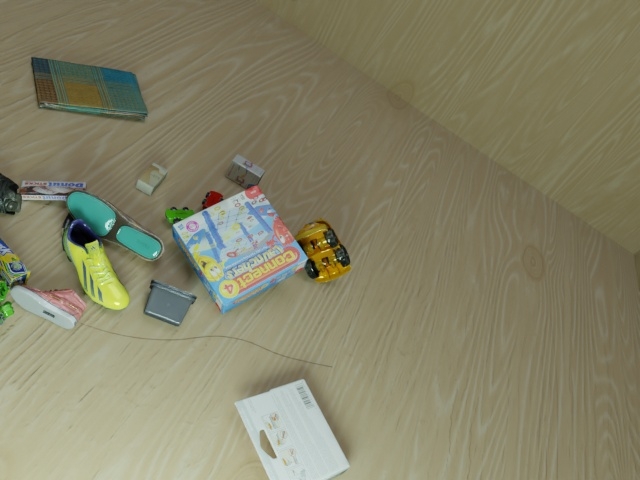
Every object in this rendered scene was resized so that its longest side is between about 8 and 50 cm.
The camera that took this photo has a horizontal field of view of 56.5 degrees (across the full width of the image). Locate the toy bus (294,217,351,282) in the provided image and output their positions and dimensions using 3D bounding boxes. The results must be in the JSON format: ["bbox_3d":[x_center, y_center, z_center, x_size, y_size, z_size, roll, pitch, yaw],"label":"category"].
[{"bbox_3d":[0.000,0.000,2.056,0.211,0.150,0.220,-96,159,-48],"label":"toy bus"}]

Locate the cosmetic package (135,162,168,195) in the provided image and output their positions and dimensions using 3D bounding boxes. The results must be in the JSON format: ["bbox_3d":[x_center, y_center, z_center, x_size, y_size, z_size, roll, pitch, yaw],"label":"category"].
[{"bbox_3d":[-0.567,-0.207,2.003,0.060,0.041,0.115,29,39,-8],"label":"cosmetic package"}]

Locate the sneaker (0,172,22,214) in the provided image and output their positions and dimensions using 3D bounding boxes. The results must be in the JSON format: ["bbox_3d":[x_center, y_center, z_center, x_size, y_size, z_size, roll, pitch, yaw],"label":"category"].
[{"bbox_3d":[-0.908,-0.104,1.622,0.130,0.087,0.227,27,34,0],"label":"sneaker"}]

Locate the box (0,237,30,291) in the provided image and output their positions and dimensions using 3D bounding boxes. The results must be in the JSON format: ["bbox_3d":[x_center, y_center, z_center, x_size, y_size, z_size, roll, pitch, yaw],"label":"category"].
[{"bbox_3d":[-0.829,0.049,1.543,0.169,0.059,0.054,44,38,11],"label":"box"}]

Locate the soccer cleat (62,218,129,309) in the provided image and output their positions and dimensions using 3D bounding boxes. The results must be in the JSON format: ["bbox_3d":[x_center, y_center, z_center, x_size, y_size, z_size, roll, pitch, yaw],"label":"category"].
[{"bbox_3d":[-0.615,0.065,1.628,0.093,0.121,0.289,-22,65,-46],"label":"soccer cleat"}]

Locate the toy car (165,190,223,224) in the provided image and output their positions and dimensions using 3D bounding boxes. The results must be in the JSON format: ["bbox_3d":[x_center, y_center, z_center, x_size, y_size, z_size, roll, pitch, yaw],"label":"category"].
[{"bbox_3d":[-0.405,-0.072,1.968,0.225,0.053,0.239,0,46,-32],"label":"toy car"}]

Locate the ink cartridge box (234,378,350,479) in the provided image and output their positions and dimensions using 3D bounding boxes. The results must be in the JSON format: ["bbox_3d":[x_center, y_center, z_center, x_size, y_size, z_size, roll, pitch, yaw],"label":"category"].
[{"bbox_3d":[-0.083,0.526,1.583,0.239,0.060,0.275,-8,56,-39],"label":"ink cartridge box"}]

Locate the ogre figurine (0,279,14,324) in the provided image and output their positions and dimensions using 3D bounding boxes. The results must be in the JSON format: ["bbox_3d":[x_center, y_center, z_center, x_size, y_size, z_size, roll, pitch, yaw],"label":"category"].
[{"bbox_3d":[-0.800,0.126,1.438,0.197,0.118,0.097,35,43,3],"label":"ogre figurine"}]

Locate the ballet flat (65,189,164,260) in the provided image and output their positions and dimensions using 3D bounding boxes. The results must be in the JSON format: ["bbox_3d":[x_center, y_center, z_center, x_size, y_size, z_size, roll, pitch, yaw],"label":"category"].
[{"bbox_3d":[-0.605,-0.041,1.768,0.316,0.107,0.106,37,1,-10],"label":"ballet flat"}]

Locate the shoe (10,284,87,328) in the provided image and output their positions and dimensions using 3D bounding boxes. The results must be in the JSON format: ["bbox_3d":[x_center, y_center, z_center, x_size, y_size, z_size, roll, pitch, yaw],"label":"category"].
[{"bbox_3d":[-0.695,0.152,1.533,0.178,0.063,0.081,32,37,-11],"label":"shoe"}]

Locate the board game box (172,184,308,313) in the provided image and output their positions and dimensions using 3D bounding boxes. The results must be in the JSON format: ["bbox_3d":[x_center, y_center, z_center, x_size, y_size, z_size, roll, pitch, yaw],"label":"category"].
[{"bbox_3d":[-0.249,0.021,1.851,0.308,0.086,0.301,-29,73,-23],"label":"board game box"}]

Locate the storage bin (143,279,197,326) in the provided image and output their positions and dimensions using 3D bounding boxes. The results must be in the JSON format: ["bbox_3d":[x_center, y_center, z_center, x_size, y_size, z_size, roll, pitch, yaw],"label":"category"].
[{"bbox_3d":[-0.431,0.181,1.675,0.135,0.098,0.091,25,68,-13],"label":"storage bin"}]

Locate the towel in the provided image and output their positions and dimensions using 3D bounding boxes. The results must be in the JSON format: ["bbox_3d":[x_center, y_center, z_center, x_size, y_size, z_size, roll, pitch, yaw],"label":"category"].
[{"bbox_3d":[-0.838,-0.551,2.169,0.371,0.040,0.271,0,49,-33],"label":"towel"}]

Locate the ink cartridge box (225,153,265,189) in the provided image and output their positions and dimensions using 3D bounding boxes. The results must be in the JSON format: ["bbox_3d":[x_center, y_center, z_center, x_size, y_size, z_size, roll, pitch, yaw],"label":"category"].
[{"bbox_3d":[-0.281,-0.249,2.210,0.123,0.088,0.052,32,42,-3],"label":"ink cartridge box"}]

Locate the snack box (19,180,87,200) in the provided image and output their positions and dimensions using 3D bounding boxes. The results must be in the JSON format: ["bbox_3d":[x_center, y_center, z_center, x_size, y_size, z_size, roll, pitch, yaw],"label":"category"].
[{"bbox_3d":[-0.789,-0.147,1.762,0.179,0.022,0.064,0,47,-12],"label":"snack box"}]

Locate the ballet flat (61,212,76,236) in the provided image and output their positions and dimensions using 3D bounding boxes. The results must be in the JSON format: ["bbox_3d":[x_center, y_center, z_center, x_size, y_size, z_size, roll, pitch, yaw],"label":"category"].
[{"bbox_3d":[-0.724,-0.068,1.762,0.057,0.049,0.173,46,34,-36],"label":"ballet flat"}]
